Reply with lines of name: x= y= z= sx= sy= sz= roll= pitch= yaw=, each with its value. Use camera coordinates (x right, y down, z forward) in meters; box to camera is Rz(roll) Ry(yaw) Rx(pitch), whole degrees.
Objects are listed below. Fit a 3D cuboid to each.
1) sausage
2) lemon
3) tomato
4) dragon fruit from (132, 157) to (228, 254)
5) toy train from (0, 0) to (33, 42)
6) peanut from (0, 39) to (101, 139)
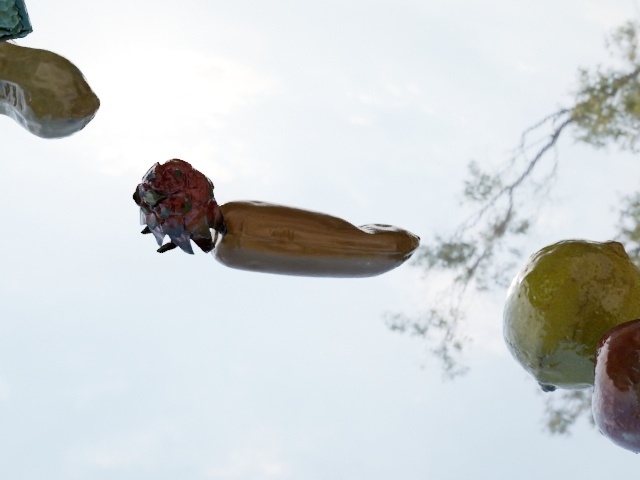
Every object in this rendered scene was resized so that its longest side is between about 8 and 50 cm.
sausage: x=0.000 y=0.005 z=1.604 sx=0.354 sy=0.116 sz=0.134 roll=7 pitch=177 yaw=-17
lemon: x=0.459 y=0.130 z=1.802 sx=0.260 sy=0.284 sz=0.260 roll=18 pitch=-148 yaw=-12
tomato: x=0.513 y=0.217 z=1.554 sx=0.180 sy=0.155 sz=0.214 roll=-2 pitch=-114 yaw=20
dragon fruit: x=-0.212 y=-0.053 z=1.484 sx=0.121 sy=0.142 sz=0.130 roll=-23 pitch=-136 yaw=-17
toy train: x=-0.361 y=-0.301 z=0.941 sx=0.115 sy=0.269 sz=0.154 roll=-15 pitch=-116 yaw=-12
peanut: x=-0.390 y=-0.201 z=1.248 sx=0.274 sy=0.111 sz=0.125 roll=23 pitch=-146 yaw=27
